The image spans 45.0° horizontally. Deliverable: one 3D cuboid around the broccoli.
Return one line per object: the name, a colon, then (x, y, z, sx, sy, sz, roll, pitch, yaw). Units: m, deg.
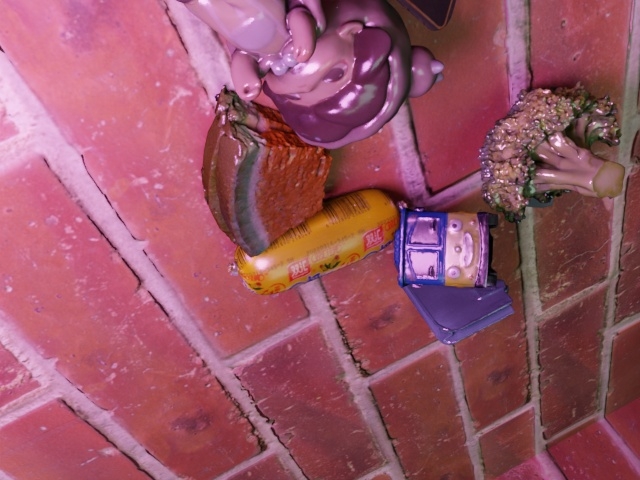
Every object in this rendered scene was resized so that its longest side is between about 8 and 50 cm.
broccoli: (0.414, -0.163, 1.401, 0.235, 0.260, 0.288, 31, 94, -5)

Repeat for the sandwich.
sandwich: (-0.088, -0.094, 1.238, 0.212, 0.109, 0.292, -2, 132, -30)

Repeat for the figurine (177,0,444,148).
figurine: (-0.022, -0.259, 1.026, 0.248, 0.203, 0.381, -24, 151, 33)

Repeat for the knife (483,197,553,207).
knife: (0.420, -0.084, 1.646, 0.210, 0.015, 0.028, 0, 138, -32)

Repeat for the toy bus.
toy bus: (0.233, 0.014, 1.400, 0.175, 0.138, 0.288, 2, 180, 13)

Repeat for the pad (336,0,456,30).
pad: (0.097, -0.409, 0.933, 0.376, 0.063, 0.314, 22, 83, -45)

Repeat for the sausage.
sausage: (0.000, 0.000, 1.381, 0.347, 0.123, 0.123, -22, 140, -11)

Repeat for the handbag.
handbag: (0.270, 0.089, 1.565, 0.179, 0.229, 0.062, -26, 138, -5)
